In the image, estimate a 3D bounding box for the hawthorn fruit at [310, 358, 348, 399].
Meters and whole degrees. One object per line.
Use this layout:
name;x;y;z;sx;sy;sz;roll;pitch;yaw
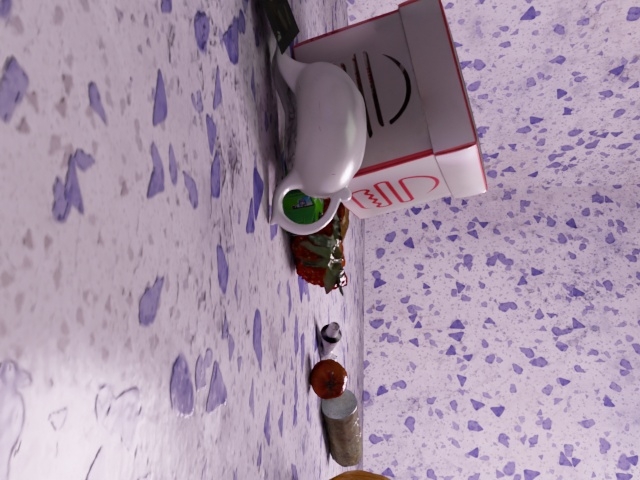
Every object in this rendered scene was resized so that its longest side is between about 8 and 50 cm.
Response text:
hawthorn fruit;0.016;0.287;1.337;0.093;0.081;0.081;-123;-150;-79

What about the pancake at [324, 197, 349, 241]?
pancake;0.015;-0.129;1.432;0.356;0.065;0.356;-1;90;-76

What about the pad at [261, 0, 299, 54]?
pad;-0.067;-0.359;0.951;0.190;0.004;0.127;-79;149;-62

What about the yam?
yam;0.057;0.473;1.576;0.093;0.093;0.259;-84;169;-47

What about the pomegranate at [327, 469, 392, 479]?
pomegranate;0.060;0.522;1.089;0.248;0.248;0.248;-2;90;-83

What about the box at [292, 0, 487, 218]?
box;0.150;-0.245;1.278;0.312;0.299;0.315;29;48;-69

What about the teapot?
teapot;-0.011;-0.158;0.975;0.204;0.139;0.298;141;-52;-71

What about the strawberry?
strawberry;-0.001;-0.016;1.192;0.228;0.097;0.174;-87;173;-56

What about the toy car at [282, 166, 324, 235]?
toy car;-0.029;-0.081;1.088;0.062;0.071;0.165;61;25;-43

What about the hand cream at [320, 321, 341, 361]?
hand cream;0.025;0.269;1.535;0.257;0.050;0.084;89;5;-56
